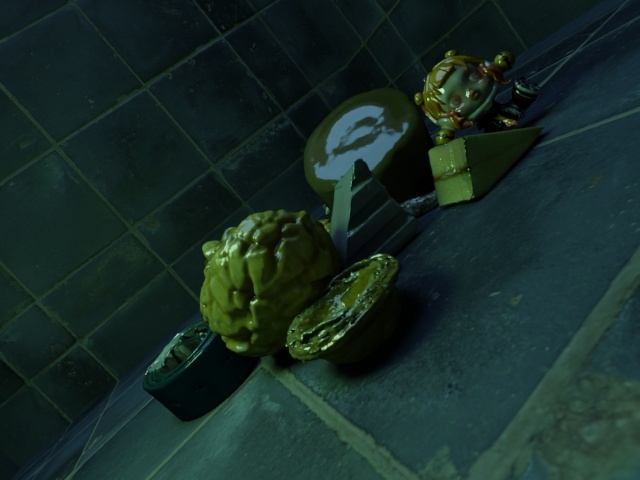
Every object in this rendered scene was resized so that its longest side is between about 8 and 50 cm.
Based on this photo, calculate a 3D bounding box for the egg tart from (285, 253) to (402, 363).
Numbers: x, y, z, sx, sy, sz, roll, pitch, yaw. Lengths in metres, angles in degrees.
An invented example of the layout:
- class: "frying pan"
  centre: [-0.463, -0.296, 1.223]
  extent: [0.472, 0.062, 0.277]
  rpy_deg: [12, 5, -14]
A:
- class: "egg tart"
  centre: [0.059, 0.138, 0.818]
  extent: [0.288, 0.118, 0.288]
  rpy_deg: [-41, 9, 8]

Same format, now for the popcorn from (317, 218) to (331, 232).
- class: "popcorn"
  centre: [0.000, 0.000, 1.599]
  extent: [0.180, 0.180, 0.170]
  rpy_deg: [-29, 48, 50]

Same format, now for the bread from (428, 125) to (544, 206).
- class: "bread"
  centre: [0.441, -0.191, 1.107]
  extent: [0.263, 0.163, 0.167]
  rpy_deg: [-10, 1, -13]

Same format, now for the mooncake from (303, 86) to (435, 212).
- class: "mooncake"
  centre: [0.172, -0.290, 1.488]
  extent: [0.467, 0.262, 0.467]
  rpy_deg: [-23, 47, 26]

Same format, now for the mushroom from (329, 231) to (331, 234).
- class: "mushroom"
  centre: [-0.015, 0.075, 1.490]
  extent: [0.270, 0.103, 0.118]
  rpy_deg: [-41, 7, 29]

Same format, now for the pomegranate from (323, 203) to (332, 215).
- class: "pomegranate"
  centre: [0.102, -0.250, 1.836]
  extent: [0.260, 0.260, 0.341]
  rpy_deg: [172, 115, -73]

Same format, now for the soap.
- class: "soap"
  centre: [0.066, -0.026, 1.138]
  extent: [0.302, 0.258, 0.159]
  rpy_deg: [-43, 11, -14]

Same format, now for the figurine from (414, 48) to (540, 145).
- class: "figurine"
  centre: [0.442, -0.423, 1.280]
  extent: [0.320, 0.323, 0.196]
  rpy_deg: [-52, -8, 10]

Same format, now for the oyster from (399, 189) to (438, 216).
- class: "oyster"
  centre: [0.317, -0.128, 1.234]
  extent: [0.200, 0.061, 0.106]
  rpy_deg: [-39, 10, 3]

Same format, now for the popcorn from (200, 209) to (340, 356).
- class: "popcorn"
  centre: [-0.119, 0.106, 1.059]
  extent: [0.344, 0.354, 0.390]
  rpy_deg: [2, -9, -32]

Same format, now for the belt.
- class: "belt"
  centre: [-0.366, 0.364, 1.273]
  extent: [0.300, 0.173, 0.436]
  rpy_deg: [-49, 12, -32]
